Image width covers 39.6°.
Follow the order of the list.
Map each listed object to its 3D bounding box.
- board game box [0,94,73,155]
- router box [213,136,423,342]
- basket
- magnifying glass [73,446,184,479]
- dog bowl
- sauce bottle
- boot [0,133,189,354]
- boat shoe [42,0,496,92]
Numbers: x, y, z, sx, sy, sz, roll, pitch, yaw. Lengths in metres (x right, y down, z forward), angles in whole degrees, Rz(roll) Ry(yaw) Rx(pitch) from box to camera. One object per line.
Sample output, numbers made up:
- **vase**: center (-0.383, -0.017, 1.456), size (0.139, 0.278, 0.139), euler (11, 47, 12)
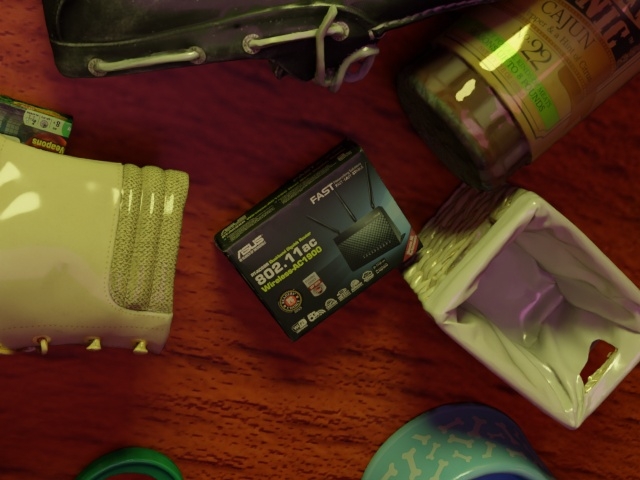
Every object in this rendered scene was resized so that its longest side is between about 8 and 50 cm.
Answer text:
- **board game box**: center (-0.295, -0.050, 0.530), size (0.260, 0.030, 0.136), euler (16, 106, -22)
- **router box**: center (0.000, 0.000, 0.637), size (0.122, 0.038, 0.092), euler (-37, 115, -3)
- **basket**: center (0.152, 0.041, 0.666), size (0.167, 0.103, 0.113), euler (39, 94, -25)
- **magnifying glass**: center (-0.179, 0.260, 0.683), size (0.092, 0.026, 0.231), euler (25, 98, -24)
- **dog bowl**: center (0.163, 0.267, 0.768), size (0.166, 0.074, 0.297), euler (-46, 117, 1)
- **sauce bottle**: center (0.209, -0.179, 0.603), size (0.344, 0.111, 0.111), euler (-41, 116, -2)
- **boot**: center (-0.196, 0.061, 0.534), size (0.203, 0.095, 0.262), euler (13, 97, -22)
- **boat shoe**: center (-0.012, -0.143, 0.543), size (0.306, 0.113, 0.105), euler (-7, 118, -13)
